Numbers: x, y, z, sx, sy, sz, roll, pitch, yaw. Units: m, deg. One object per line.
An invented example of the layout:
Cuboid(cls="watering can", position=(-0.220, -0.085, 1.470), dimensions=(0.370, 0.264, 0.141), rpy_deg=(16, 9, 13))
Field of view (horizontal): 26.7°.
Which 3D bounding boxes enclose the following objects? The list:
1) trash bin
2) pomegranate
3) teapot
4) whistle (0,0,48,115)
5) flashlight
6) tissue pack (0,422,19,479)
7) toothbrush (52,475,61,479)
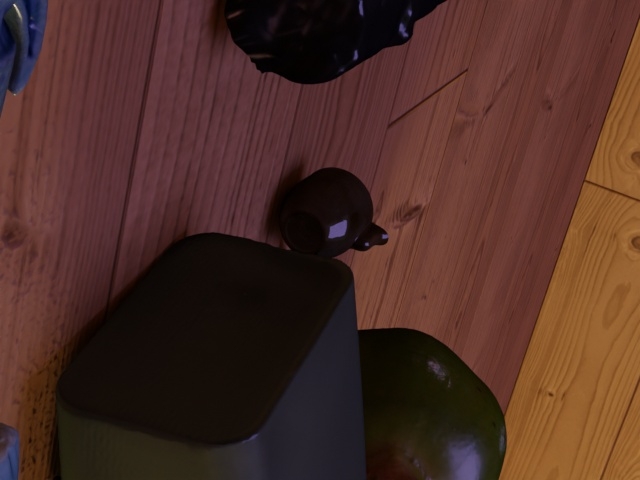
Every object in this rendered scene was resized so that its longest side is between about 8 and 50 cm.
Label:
Cuboid(cls="trash bin", position=(-0.060, 0.194, 0.914), dimensions=(0.223, 0.158, 0.344), rpy_deg=(-55, 153, -52))
Cuboid(cls="pomegranate", position=(0.054, 0.201, 1.204), dimensions=(0.302, 0.236, 0.236), rpy_deg=(-78, -174, -79))
Cuboid(cls="teapot", position=(0.000, 0.000, 1.090), dimensions=(0.110, 0.085, 0.080), rpy_deg=(-55, 172, 34))
Cuboid(cls="whistle", position=(-0.149, -0.095, 0.484), dimensions=(0.180, 0.093, 0.269), rpy_deg=(-39, 153, -58))
Cuboid(cls="flashlight", position=(0.059, -0.205, 0.983), dimensions=(0.424, 0.103, 0.103), rpy_deg=(-41, 149, -60))
Cuboid(cls="tissue pack", position=(-0.222, 0.223, 0.640), dimensions=(0.177, 0.089, 0.263), rpy_deg=(-46, 154, -56))
Cuboid(cls="toothbrush", position=(-0.143, 0.215, 0.983), dimensions=(0.297, 0.030, 0.030), rpy_deg=(69, 13, -65))
